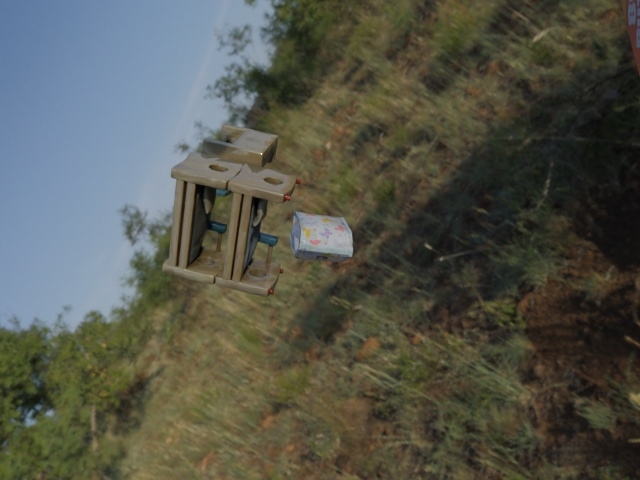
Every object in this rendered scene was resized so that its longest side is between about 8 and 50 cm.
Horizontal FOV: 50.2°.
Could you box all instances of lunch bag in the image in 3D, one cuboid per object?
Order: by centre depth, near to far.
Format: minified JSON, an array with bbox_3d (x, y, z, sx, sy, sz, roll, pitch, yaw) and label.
[{"bbox_3d":[0.000,0.000,0.873,0.083,0.071,0.053,-118,36,-67],"label":"lunch bag"}]

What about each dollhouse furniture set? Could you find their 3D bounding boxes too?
[{"bbox_3d":[-0.089,-0.043,0.818,0.183,0.129,0.129,-67,-10,-64],"label":"dollhouse furniture set"}]

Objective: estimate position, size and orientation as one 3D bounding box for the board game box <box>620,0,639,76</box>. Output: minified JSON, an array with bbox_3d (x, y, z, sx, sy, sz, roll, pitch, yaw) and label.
[{"bbox_3d":[0.278,-0.080,0.076,0.356,0.357,0.356,69,-160,-55],"label":"board game box"}]
